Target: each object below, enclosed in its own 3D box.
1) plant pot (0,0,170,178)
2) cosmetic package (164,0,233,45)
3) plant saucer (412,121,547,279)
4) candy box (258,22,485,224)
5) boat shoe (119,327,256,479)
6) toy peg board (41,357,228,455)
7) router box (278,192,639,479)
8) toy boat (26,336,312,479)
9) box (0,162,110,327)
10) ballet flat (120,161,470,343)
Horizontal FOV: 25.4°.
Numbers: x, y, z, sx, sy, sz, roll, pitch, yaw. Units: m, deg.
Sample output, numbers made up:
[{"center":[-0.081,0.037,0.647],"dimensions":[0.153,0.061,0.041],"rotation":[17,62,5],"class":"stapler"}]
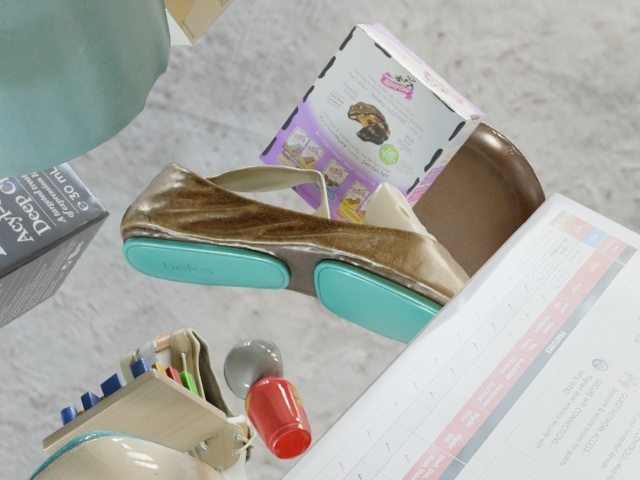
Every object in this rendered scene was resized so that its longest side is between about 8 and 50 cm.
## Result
[{"center":[-0.272,-0.248,1.078],"dimensions":[0.341,0.334,0.341],"rotation":[-6,50,7],"class":"plant pot"},{"center":[-0.108,-0.233,1.276],"dimensions":[0.041,0.060,0.115],"rotation":[9,55,49],"class":"cosmetic package"},{"center":[0.190,-0.036,2.090],"dimensions":[0.311,0.050,0.310],"rotation":[6,74,-20],"class":"plant saucer"},{"center":[0.056,-0.115,1.568],"dimensions":[0.165,0.070,0.196],"rotation":[44,114,13],"class":"candy box"},{"center":[-0.136,0.251,1.762],"dimensions":[0.103,0.113,0.302],"rotation":[-31,86,7],"class":"boat shoe"},{"center":[-0.222,0.199,1.655],"dimensions":[0.161,0.161,0.079],"rotation":[-34,52,11],"class":"toy peg board"},{"center":[0.160,0.145,0.659],"dimensions":[0.301,0.082,0.335],"rotation":[30,41,18],"class":"router box"},{"center":[-0.147,0.239,1.455],"dimensions":[0.318,0.267,0.148],"rotation":[-40,42,8],"class":"toy boat"},{"center":[-0.502,-0.008,1.631],"dimensions":[0.293,0.212,0.395],"rotation":[48,47,6],"class":"box"},{"center":[0.000,0.000,1.218],"dimensions":[0.343,0.116,0.124],"rotation":[13,63,11],"class":"ballet flat"}]
